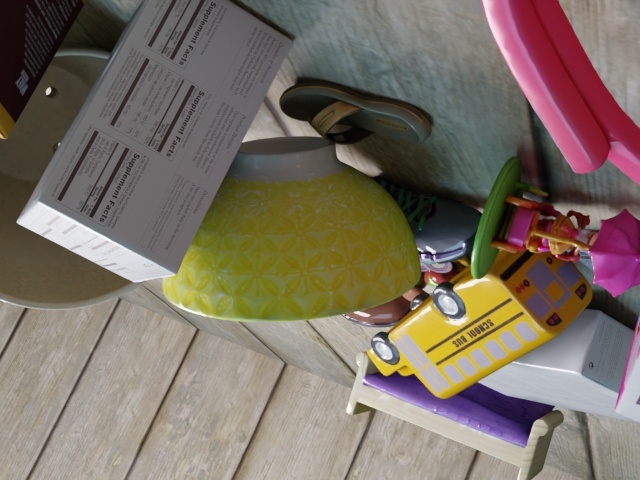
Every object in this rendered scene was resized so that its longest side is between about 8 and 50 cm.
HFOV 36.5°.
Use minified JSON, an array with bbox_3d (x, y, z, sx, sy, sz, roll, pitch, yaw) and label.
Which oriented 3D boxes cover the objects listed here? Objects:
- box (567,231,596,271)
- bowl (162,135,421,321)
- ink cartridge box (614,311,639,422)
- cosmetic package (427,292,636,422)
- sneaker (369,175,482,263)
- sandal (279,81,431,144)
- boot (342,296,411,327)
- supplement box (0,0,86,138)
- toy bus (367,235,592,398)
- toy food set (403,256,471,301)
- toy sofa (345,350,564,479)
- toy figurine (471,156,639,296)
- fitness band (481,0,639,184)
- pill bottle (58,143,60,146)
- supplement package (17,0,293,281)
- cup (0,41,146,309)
[{"bbox_3d":[0.337,0.019,1.071,0.081,0.028,0.136,33,161,-29],"label":"box"},{"bbox_3d":[-0.035,-0.030,1.073,0.289,0.156,0.289,-3,-166,1],"label":"bowl"},{"bbox_3d":[0.326,0.056,0.870,0.069,0.175,0.371,15,158,19],"label":"ink cartridge box"},{"bbox_3d":[0.335,0.177,1.438,0.284,0.097,0.377,30,164,-33],"label":"cosmetic package"},{"bbox_3d":[0.095,-0.033,1.175,0.224,0.083,0.098,8,153,49],"label":"sneaker"},{"bbox_3d":[0.029,-0.125,1.021,0.180,0.049,0.072,17,163,27],"label":"sandal"},{"bbox_3d":[0.000,0.000,1.416,0.264,0.096,0.280,38,170,34],"label":"boot"},{"bbox_3d":[-0.344,-0.237,0.942,0.129,0.194,0.191,23,165,7],"label":"supplement box"},{"bbox_3d":[0.189,0.105,1.244,0.130,0.108,0.332,48,146,4],"label":"toy bus"},{"bbox_3d":[0.148,0.047,1.375,0.128,0.071,0.218,14,162,34],"label":"toy food set"},{"bbox_3d":[0.244,0.281,1.738,0.363,0.177,0.150,18,-175,24],"label":"toy sofa"},{"bbox_3d":[0.253,0.001,0.974,0.159,0.130,0.173,19,-174,19],"label":"toy figurine"},{"bbox_3d":[0.222,-0.120,0.616,0.209,0.054,0.291,0,135,53],"label":"fitness band"},{"bbox_3d":[-0.409,-0.111,1.665,0.094,0.094,0.169,25,165,0],"label":"pill bottle"},{"bbox_3d":[-0.173,-0.106,0.987,0.145,0.262,0.204,30,165,-17],"label":"supplement package"},{"bbox_3d":[-0.338,-0.114,1.224,0.331,0.331,0.237,37,-174,-38],"label":"cup"}]
